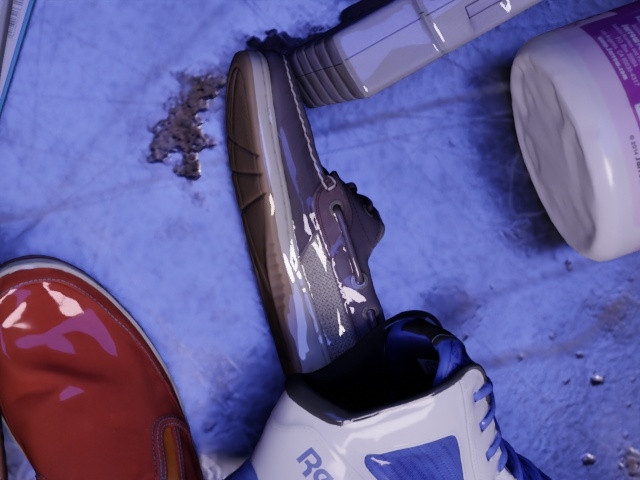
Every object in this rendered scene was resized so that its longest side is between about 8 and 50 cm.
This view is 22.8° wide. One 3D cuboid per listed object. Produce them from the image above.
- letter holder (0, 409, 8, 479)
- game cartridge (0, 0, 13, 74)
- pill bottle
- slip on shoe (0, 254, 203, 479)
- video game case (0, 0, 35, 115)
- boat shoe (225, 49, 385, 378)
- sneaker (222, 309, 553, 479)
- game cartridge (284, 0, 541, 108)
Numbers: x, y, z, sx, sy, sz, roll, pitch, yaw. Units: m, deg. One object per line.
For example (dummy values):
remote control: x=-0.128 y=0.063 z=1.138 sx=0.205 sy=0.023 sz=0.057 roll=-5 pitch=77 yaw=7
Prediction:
letter holder: x=-0.320 y=0.134 z=1.018 sx=0.214 sy=0.152 sz=0.301 roll=-6 pitch=85 yaw=-20
game cartridge: x=-0.357 y=-0.192 z=1.082 sx=0.297 sy=0.062 sz=0.198 roll=10 pitch=84 yaw=-7
pill bottle: x=0.302 y=-0.108 z=1.130 sx=0.302 sy=0.169 sz=0.169 roll=-19 pitch=92 yaw=-8
slip on shoe: x=-0.142 y=0.161 z=1.102 sx=0.123 sy=0.101 sz=0.331 roll=-24 pitch=92 yaw=-6
video game case: x=-0.298 y=-0.146 z=1.124 sx=0.166 sy=0.015 sz=0.119 roll=17 pitch=88 yaw=-8
boat shoe: x=0.000 y=0.000 z=1.126 sx=0.092 sy=0.103 sz=0.285 roll=-14 pitch=95 yaw=-13
sneaker: x=0.093 y=0.152 z=1.070 sx=0.316 sy=0.127 sz=0.182 roll=15 pitch=106 yaw=-23
game cartridge: x=0.148 y=-0.200 z=1.078 sx=0.355 sy=0.230 sz=0.068 roll=-30 pitch=93 yaw=-7
